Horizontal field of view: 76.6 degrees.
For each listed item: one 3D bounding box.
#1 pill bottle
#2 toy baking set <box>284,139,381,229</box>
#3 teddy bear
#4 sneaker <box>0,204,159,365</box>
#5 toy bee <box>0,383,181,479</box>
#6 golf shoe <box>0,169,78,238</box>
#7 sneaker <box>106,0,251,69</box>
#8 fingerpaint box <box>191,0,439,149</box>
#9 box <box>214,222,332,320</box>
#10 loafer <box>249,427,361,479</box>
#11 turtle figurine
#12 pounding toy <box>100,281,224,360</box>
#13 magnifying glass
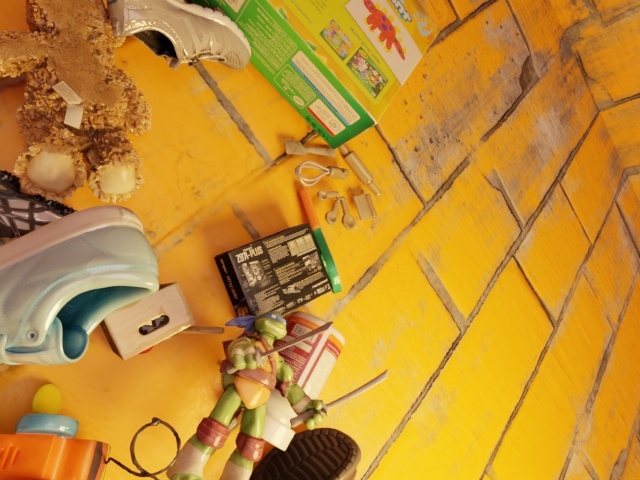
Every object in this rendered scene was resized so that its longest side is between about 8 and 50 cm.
[{"bbox_3d":[-0.053,0.253,0.748,0.121,0.121,0.221,42,64,-22],"label":"pill bottle"},{"bbox_3d":[0.039,-0.139,0.898,0.256,0.030,0.197,54,48,-8],"label":"toy baking set"},{"bbox_3d":[-0.372,-0.215,0.607,0.245,0.113,0.338,-27,99,-43],"label":"teddy bear"},{"bbox_3d":[-0.369,0.101,0.483,0.366,0.135,0.150,-34,66,-9],"label":"sneaker"},{"bbox_3d":[-0.355,0.309,0.533,0.298,0.162,0.195,22,49,1],"label":"toy bee"},{"bbox_3d":[-0.425,-0.030,0.583,0.198,0.077,0.094,34,82,-22],"label":"golf shoe"},{"bbox_3d":[-0.240,-0.346,0.703,0.281,0.105,0.115,2,92,-53],"label":"sneaker"},{"bbox_3d":[0.003,-0.488,0.859,0.445,0.163,0.371,42,61,-19],"label":"fingerpaint box"},{"bbox_3d":[-0.087,0.064,0.778,0.180,0.077,0.147,-24,97,-34],"label":"box"},{"bbox_3d":[-0.081,0.478,0.712,0.366,0.134,0.130,-28,122,-23],"label":"loafer"},{"bbox_3d":[-0.072,0.234,0.578,0.275,0.198,0.266,18,66,17],"label":"turtle figurine"},{"bbox_3d":[-0.250,0.127,0.630,0.141,0.130,0.100,-26,98,-33],"label":"pounding toy"},{"bbox_3d":[0.000,0.000,0.851,0.026,0.092,0.230,-19,82,-6],"label":"magnifying glass"}]
